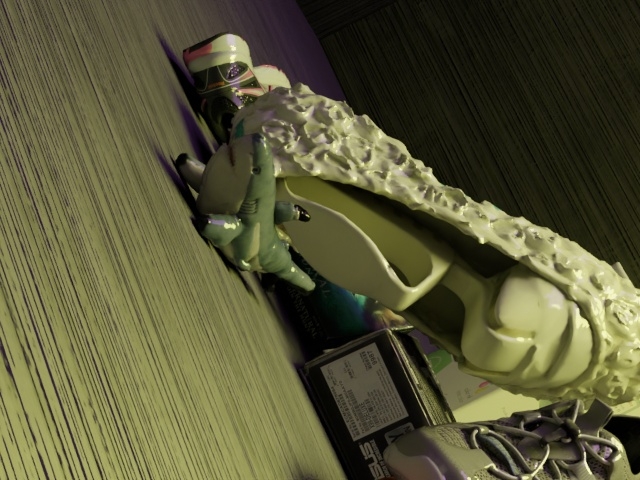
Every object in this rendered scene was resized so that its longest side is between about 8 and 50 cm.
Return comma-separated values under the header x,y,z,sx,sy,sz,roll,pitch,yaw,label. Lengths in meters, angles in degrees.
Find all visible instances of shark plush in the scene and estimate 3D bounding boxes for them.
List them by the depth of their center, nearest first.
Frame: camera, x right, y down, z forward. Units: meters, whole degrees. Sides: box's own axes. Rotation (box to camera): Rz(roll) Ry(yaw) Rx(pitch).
x,y,z,sx,sy,sz,roll,pitch,yaw,label
-0.037,-0.006,1.262,0.161,0.067,0.073,60,6,-35,shark plush

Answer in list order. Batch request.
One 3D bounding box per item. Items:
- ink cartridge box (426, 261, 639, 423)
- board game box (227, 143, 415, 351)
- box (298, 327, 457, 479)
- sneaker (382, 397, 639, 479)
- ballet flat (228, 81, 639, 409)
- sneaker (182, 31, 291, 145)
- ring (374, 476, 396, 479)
x,y,z,sx,sy,sz,roll,pitch,yaw,label
0.265,0.140,1.959,0.119,0.353,0.207,62,5,-14,ink cartridge box
0.000,0.000,1.521,0.126,0.026,0.186,-4,64,-52,board game box
0.097,0.221,1.437,0.307,0.076,0.242,64,5,7,box
0.140,0.141,1.218,0.105,0.115,0.281,50,20,24,sneaker
0.093,0.034,1.429,0.409,0.147,0.147,31,9,-5,ballet flat
-0.069,-0.109,1.557,0.178,0.072,0.077,30,45,-67,sneaker
0.147,0.275,1.171,0.336,0.032,0.336,37,19,-15,ring
